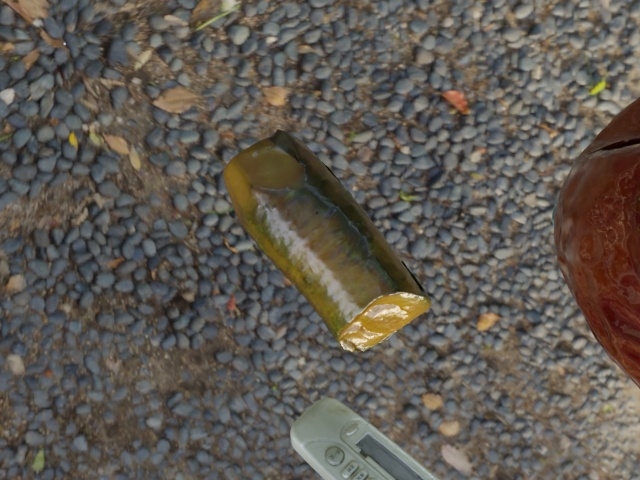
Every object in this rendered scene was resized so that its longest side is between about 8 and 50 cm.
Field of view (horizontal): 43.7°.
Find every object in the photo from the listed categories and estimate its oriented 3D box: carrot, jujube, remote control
[{"bbox_3d":[0.000,0.000,0.583,0.082,0.082,0.173,-37,75,-6],"label":"carrot"},{"bbox_3d":[0.227,0.026,0.403,0.168,0.168,0.236,-41,98,-5],"label":"jujube"},{"bbox_3d":[0.065,0.282,0.946,0.090,0.230,0.049,-36,148,-33],"label":"remote control"}]

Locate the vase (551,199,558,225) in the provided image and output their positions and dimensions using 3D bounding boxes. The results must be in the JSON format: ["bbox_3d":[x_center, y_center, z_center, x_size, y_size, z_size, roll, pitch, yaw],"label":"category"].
[{"bbox_3d":[0.370,0.008,0.975,0.096,0.219,0.096,-8,121,-14],"label":"vase"}]
